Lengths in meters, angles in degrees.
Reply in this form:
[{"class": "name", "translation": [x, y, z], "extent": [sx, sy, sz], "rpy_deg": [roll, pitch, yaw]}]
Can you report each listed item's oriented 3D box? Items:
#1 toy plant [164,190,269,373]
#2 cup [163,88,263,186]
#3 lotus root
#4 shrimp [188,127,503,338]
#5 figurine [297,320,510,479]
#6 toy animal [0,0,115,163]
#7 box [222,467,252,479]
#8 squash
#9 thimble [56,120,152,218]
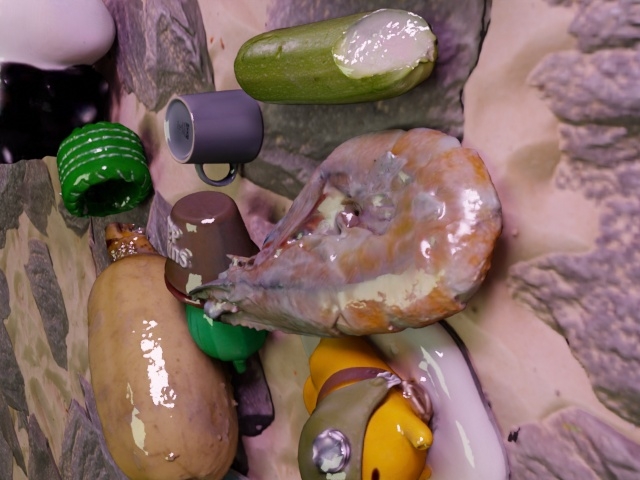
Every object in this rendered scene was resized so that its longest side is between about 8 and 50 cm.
[{"class": "toy plant", "translation": [-0.109, 0.048, 0.726], "extent": [0.143, 0.105, 0.201], "rpy_deg": [42, 143, 52]}, {"class": "cup", "translation": [-0.112, -0.104, 0.707], "extent": [0.078, 0.077, 0.100], "rpy_deg": [21, 116, 48]}, {"class": "lotus root", "translation": [-0.188, 0.127, 0.801], "extent": [0.169, 0.151, 0.343], "rpy_deg": [96, 159, -64]}, {"class": "shrimp", "translation": [0.000, 0.000, 0.559], "extent": [0.316, 0.062, 0.164], "rpy_deg": [-14, 63, 39]}, {"class": "figurine", "translation": [0.015, 0.135, 0.551], "extent": [0.250, 0.141, 0.167], "rpy_deg": [38, 128, 41]}, {"class": "toy animal", "translation": [-0.386, -0.255, 0.935], "extent": [0.212, 0.212, 0.267], "rpy_deg": [32, 119, 44]}, {"class": "box", "translation": [-0.135, 0.358, 0.806], "extent": [0.226, 0.130, 0.162], "rpy_deg": [11, 99, 46]}, {"class": "squash", "translation": [0.002, -0.144, 0.557], "extent": [0.238, 0.069, 0.069], "rpy_deg": [13, 109, 51]}, {"class": "thimble", "translation": [-0.287, -0.089, 0.908], "extent": [0.130, 0.118, 0.090], "rpy_deg": [-30, 70, 28]}]
